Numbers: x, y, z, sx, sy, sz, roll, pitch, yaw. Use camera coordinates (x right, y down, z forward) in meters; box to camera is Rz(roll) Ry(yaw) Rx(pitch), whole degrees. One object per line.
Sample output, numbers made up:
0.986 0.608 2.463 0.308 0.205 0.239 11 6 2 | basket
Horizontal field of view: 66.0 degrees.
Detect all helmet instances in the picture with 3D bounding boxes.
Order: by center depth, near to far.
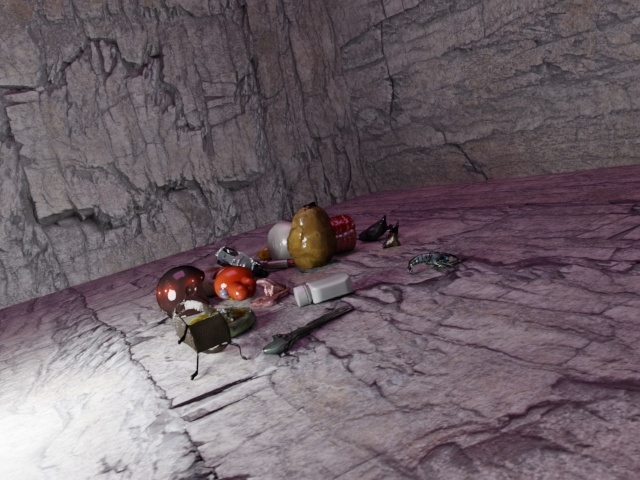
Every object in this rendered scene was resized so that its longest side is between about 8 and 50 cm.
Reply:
-0.525 0.196 1.878 0.189 0.193 0.215 0 59 58 | helmet

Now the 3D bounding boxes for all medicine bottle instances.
0.008 0.159 1.615 0.183 0.069 0.119 -15 11 -13 | medicine bottle

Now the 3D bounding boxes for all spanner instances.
-0.027 0.237 1.350 0.326 0.026 0.093 -20 12 -38 | spanner

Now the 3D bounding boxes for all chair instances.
-0.308 0.248 1.300 0.149 0.174 0.213 -22 23 -21 | chair

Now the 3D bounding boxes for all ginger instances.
-0.031 -0.003 2.087 0.200 0.223 0.269 -35 -17 -41 | ginger

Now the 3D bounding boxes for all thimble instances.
0.085 -0.029 2.266 0.125 0.163 0.189 -13 -20 -11 | thimble

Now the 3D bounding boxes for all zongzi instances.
0.304 0.002 2.148 0.083 0.067 0.073 -29 10 23 | zongzi

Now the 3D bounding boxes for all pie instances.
-0.317 0.262 1.539 0.241 0.054 0.240 -12 11 2 | pie

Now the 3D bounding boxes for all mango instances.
-0.275 0.064 2.582 0.101 0.066 0.187 -22 4 2 | mango

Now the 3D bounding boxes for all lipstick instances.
-0.198 0.110 2.240 0.187 0.063 0.057 -6 12 5 | lipstick

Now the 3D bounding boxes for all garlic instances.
-0.464 0.172 2.116 0.217 0.110 0.228 -1 15 39 | garlic

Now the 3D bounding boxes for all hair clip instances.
-0.174 0.199 1.768 0.123 0.102 0.138 -5 -19 36 | hair clip

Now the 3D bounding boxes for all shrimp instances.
0.371 0.067 1.628 0.174 0.076 0.082 -13 32 10 | shrimp

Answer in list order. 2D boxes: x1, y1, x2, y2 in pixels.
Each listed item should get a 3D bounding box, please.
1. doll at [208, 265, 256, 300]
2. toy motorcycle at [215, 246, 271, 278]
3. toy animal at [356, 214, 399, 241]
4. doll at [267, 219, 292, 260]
-0.334 0.165 1.903 0.161 0.129 0.290 -18 20 -30 | doll
-0.335 0.105 2.138 0.263 0.090 0.157 22 -8 11 | toy motorcycle
0.265 -0.055 2.344 0.210 0.117 0.121 -9 17 16 | toy animal
-0.132 0.010 2.344 0.221 0.221 0.251 -19 -22 -29 | doll
